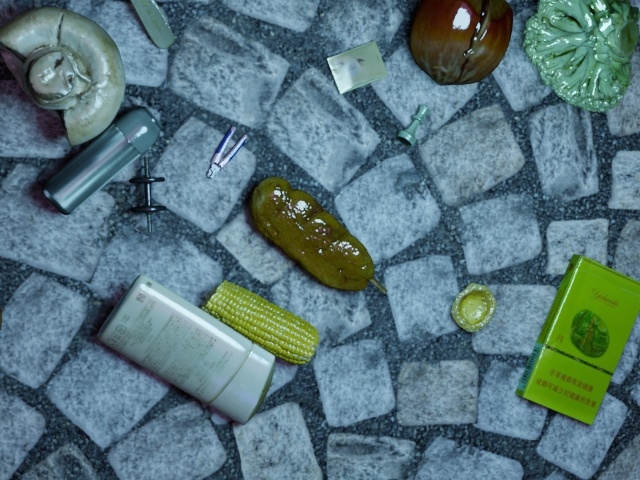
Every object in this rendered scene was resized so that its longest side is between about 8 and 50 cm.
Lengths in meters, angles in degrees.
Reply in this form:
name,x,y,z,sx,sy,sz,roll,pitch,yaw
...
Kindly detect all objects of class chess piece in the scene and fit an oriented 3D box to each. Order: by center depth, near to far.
name,x,y,z,sx,sy,sz,roll,pitch,yaw
chess piece,0.197,-0.242,1.877,0.042,0.042,0.093,34,79,-12

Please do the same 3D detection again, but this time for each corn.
name,x,y,z,sx,sy,sz,roll,pitch,yaw
corn,-0.117,0.164,1.802,0.244,0.093,0.093,29,87,-12

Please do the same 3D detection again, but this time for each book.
name,x,y,z,sx,sy,sz,roll,pitch,yaw
book,0.076,-0.353,1.853,0.111,0.014,0.077,-22,98,-11

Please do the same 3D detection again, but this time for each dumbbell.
name,x,y,z,sx,sy,sz,roll,pitch,yaw
dumbbell,-0.333,-0.088,1.750,0.069,0.069,0.147,-4,94,-12

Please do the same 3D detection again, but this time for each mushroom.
name,x,y,z,sx,sy,sz,roll,pitch,yaw
mushroom,-0.456,-0.317,1.646,0.189,0.195,0.253,-42,104,-11

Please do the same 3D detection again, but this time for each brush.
name,x,y,z,sx,sy,sz,roll,pitch,yaw
brush,-0.363,-0.500,1.679,0.085,0.020,0.336,-31,123,-1

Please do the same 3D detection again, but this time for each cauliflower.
name,x,y,z,sx,sy,sz,roll,pitch,yaw
cauliflower,0.562,-0.422,1.839,0.275,0.250,0.272,37,87,-17

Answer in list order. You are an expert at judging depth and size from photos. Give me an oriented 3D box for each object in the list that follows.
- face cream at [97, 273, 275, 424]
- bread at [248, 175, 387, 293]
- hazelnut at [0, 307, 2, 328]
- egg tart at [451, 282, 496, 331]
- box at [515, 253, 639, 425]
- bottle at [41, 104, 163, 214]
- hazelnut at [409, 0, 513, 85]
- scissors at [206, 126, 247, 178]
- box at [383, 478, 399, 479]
name,x,y,z,sx,sy,sz,roll,pitch,yaw
face cream,-0.247,0.217,1.770,0.349,0.081,0.173,33,112,-12
bread,0.000,0.001,1.825,0.344,0.084,0.124,39,107,-12
hazelnut,-0.694,0.134,1.638,0.210,0.210,0.186,-31,76,-9
egg tart,0.323,0.141,1.927,0.105,0.039,0.105,-1,94,-12
box,0.575,0.217,1.985,0.187,0.047,0.335,23,89,-13
bottle,-0.417,-0.158,1.727,0.254,0.079,0.096,-41,63,-6
hazelnut,0.284,-0.414,1.814,0.212,0.181,0.180,15,71,-23
scissors,-0.190,-0.171,1.806,0.039,0.012,0.113,33,86,-12
box,0.040,0.602,1.798,0.297,0.225,0.190,-2,93,-11
